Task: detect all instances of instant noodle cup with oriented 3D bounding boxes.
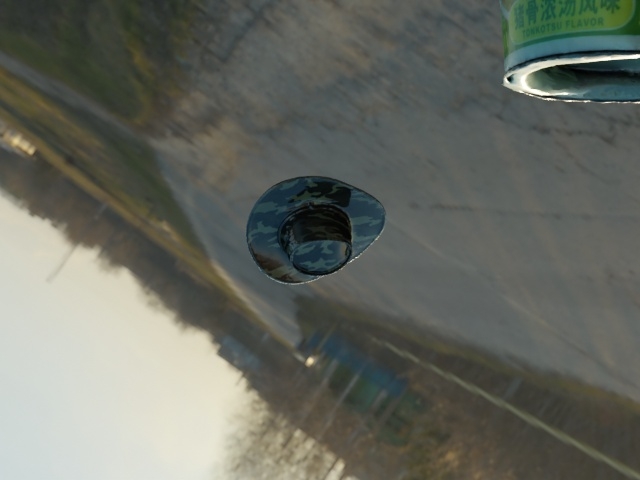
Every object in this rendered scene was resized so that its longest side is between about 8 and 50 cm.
[{"bbox_3d":[0.203,-0.218,0.726,0.207,0.232,0.207,2,175,0],"label":"instant noodle cup"}]

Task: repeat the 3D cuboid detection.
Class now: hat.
[{"bbox_3d":[0.000,0.000,0.914,0.121,0.121,0.050,37,-159,-34],"label":"hat"}]
